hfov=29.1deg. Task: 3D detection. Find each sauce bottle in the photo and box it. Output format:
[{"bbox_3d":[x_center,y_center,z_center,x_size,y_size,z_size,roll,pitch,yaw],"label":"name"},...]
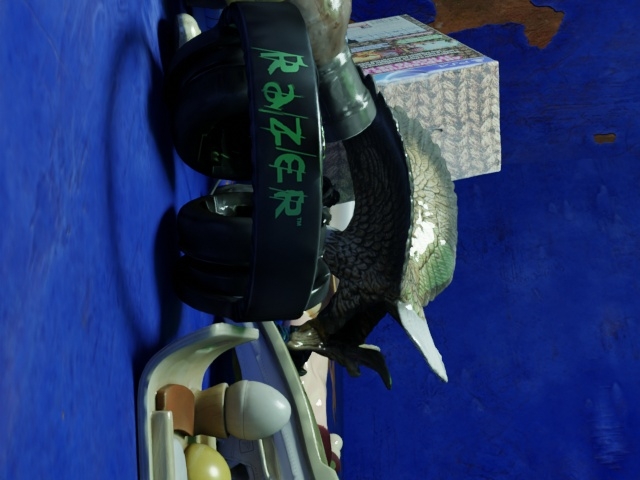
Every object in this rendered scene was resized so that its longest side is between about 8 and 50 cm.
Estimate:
[{"bbox_3d":[-0.041,-0.242,1.086,0.111,0.111,0.344,-88,158,-57],"label":"sauce bottle"}]

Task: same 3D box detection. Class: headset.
[{"bbox_3d":[-0.034,-0.054,1.027,0.394,0.185,0.243,157,-69,-76],"label":"headset"}]

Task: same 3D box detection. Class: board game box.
[{"bbox_3d":[0.061,-0.175,1.566,0.291,0.232,0.141,-131,-147,-62],"label":"board game box"}]

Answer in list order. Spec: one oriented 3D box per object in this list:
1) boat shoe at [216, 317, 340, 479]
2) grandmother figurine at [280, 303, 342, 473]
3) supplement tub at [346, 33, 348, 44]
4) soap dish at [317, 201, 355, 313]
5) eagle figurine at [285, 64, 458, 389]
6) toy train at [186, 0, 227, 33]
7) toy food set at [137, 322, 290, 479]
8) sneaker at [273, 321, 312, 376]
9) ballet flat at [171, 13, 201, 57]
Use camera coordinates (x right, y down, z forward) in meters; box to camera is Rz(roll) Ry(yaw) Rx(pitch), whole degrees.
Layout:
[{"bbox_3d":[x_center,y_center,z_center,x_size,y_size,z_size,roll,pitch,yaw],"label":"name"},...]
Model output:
[{"bbox_3d":[-0.050,0.193,1.179,0.113,0.103,0.302,71,-3,-59],"label":"boat shoe"},{"bbox_3d":[-0.024,0.254,1.628,0.208,0.104,0.342,37,46,-47],"label":"grandmother figurine"},{"bbox_3d":[-0.045,-0.281,1.365,0.144,0.144,0.199,29,58,-85],"label":"supplement tub"},{"bbox_3d":[0.000,0.000,1.969,0.290,0.118,0.228,-88,173,-52],"label":"soap dish"},{"bbox_3d":[0.058,-0.010,1.304,0.298,0.225,0.226,-65,-156,-2],"label":"eagle figurine"},{"bbox_3d":[-0.090,-0.231,1.214,0.105,0.080,0.184,-72,163,-54],"label":"toy train"},{"bbox_3d":[-0.069,0.219,0.952,0.220,0.093,0.306,52,34,-84],"label":"toy food set"},{"bbox_3d":[-0.051,0.101,1.372,0.058,0.085,0.152,-89,174,-50],"label":"sneaker"},{"bbox_3d":[-0.103,-0.149,1.101,0.173,0.049,0.057,78,9,-66],"label":"ballet flat"}]
